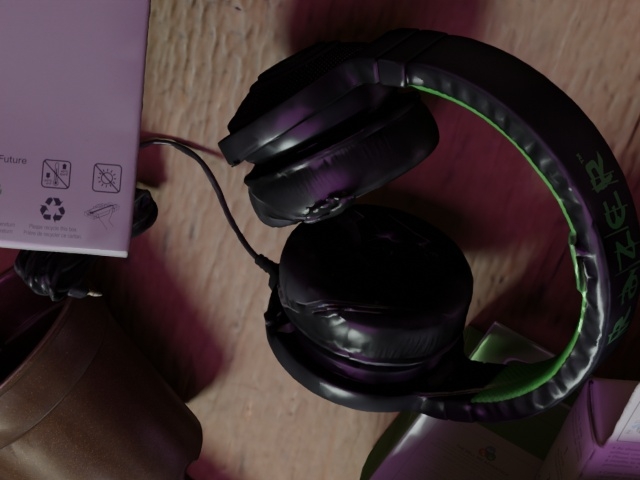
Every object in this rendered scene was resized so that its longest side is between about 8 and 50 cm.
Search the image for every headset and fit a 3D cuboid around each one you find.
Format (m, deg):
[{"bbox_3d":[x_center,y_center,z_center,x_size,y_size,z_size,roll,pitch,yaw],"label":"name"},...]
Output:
[{"bbox_3d":[0.000,0.000,1.183,0.394,0.185,0.243,7,120,38],"label":"headset"}]

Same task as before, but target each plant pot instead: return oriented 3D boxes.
[{"bbox_3d":[-0.181,0.120,1.367,0.167,0.167,0.165,-26,120,31],"label":"plant pot"}]

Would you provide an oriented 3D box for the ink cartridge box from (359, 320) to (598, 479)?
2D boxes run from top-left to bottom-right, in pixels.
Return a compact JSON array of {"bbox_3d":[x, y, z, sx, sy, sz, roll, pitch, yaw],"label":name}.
[{"bbox_3d":[0.118,0.132,1.324,0.109,0.062,0.209,31,126,-4],"label":"ink cartridge box"}]

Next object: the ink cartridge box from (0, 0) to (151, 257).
[{"bbox_3d":[-0.180,-0.161,1.135,0.165,0.065,0.332,5,92,-5],"label":"ink cartridge box"}]

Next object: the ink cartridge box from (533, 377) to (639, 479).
[{"bbox_3d":[0.295,0.120,1.175,0.275,0.060,0.239,6,141,-9],"label":"ink cartridge box"}]

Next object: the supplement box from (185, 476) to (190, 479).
[{"bbox_3d":[-0.106,0.262,1.479,0.188,0.081,0.104,41,126,-11],"label":"supplement box"}]
